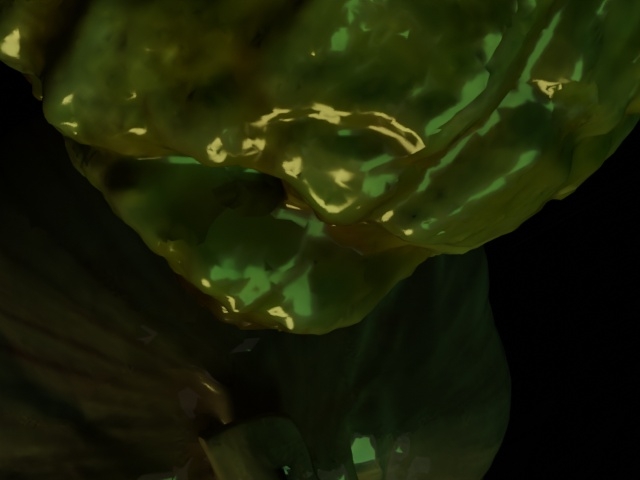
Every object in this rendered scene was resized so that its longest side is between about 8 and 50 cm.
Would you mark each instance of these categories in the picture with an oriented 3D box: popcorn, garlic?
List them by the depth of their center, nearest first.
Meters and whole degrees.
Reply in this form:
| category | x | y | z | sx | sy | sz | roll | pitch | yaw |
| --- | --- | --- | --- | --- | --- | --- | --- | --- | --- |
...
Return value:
| category | x | y | z | sx | sy | sz | roll | pitch | yaw |
| --- | --- | --- | --- | --- | --- | --- | --- | --- | --- |
| popcorn | 0.005 | -0.122 | 0.446 | 0.247 | 0.282 | 0.282 | -36 | 157 | 34 |
| garlic | -0.057 | 0.054 | 0.627 | 0.322 | 0.322 | 0.241 | -28 | 174 | -21 |

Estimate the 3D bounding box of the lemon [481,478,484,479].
| category | x | y | z | sx | sy | sz | roll | pitch | yaw |
| --- | --- | --- | --- | --- | --- | --- | --- | --- | --- |
| lemon | 0.079 | 0.275 | 1.186 | 0.170 | 0.170 | 0.207 | -8 | 130 | -44 |
